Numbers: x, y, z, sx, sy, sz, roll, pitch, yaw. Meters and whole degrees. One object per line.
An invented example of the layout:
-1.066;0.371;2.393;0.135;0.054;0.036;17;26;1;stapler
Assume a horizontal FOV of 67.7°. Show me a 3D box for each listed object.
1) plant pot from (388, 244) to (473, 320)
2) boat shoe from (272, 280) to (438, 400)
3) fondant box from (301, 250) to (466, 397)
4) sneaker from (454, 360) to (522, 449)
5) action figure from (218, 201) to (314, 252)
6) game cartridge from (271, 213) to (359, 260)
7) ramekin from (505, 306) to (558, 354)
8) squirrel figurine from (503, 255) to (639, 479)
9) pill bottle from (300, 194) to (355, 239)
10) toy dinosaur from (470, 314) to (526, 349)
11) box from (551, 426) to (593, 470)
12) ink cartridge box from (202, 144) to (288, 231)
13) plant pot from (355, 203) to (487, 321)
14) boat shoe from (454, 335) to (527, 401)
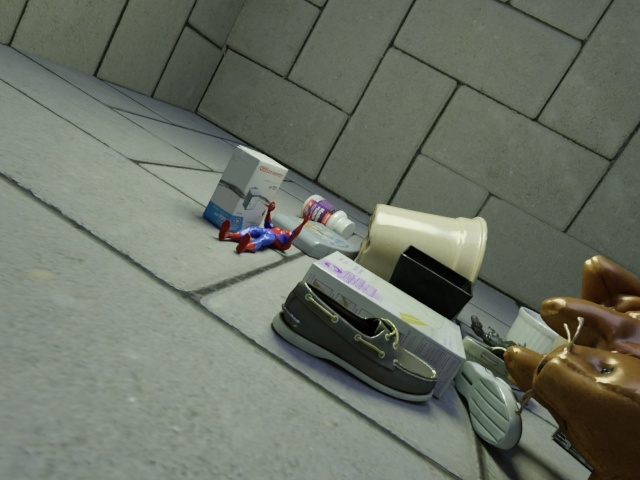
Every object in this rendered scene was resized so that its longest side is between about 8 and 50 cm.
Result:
0.255;0.137;1.195;0.188;0.166;0.187;31;14;12;plant pot
0.074;0.169;0.794;0.305;0.091;0.109;28;12;-9;boat shoe
0.127;0.155;0.988;0.330;0.096;0.238;31;10;9;fondant box
0.323;0.294;0.865;0.091;0.094;0.258;25;10;-1;sneaker
-0.116;-0.041;1.154;0.091;0.139;0.280;35;9;17;action figure
0.000;0.000;1.476;0.198;0.062;0.297;31;10;28;game cartridge
0.781;0.362;1.643;0.277;0.135;0.277;29;10;-6;ramekin
0.459;0.240;0.662;0.397;0.281;0.370;42;17;19;squirrel figurine
0.029;-0.079;1.752;0.193;0.108;0.108;35;12;29;pill bottle
0.572;0.328;1.468;0.268;0.064;0.118;37;19;22;toy dinosaur
0.600;0.456;0.991;0.184;0.045;0.191;15;19;-46;box
-0.182;-0.119;1.169;0.082;0.190;0.140;35;12;23;ink cartridge box
0.275;0.043;1.416;0.306;0.333;0.334;18;11;1;plant pot
0.407;0.293;1.086;0.302;0.094;0.109;21;14;-37;boat shoe
